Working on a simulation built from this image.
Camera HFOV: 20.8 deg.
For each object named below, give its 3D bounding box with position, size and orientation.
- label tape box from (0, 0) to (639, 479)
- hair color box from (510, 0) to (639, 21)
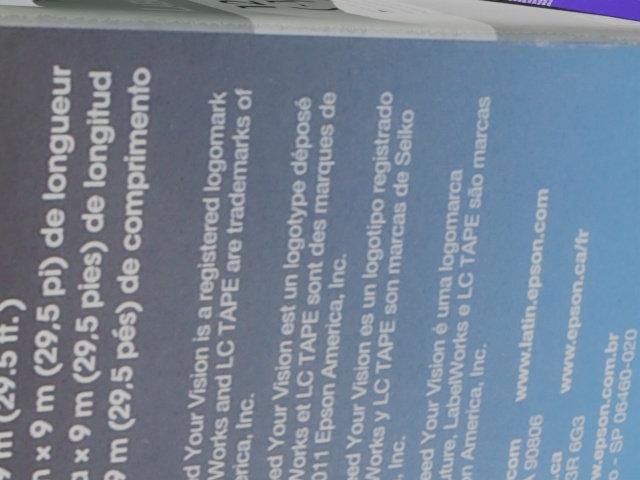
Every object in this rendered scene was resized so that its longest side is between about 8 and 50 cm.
[{"bbox_3d":[-0.060,0.055,0.484,0.115,0.347,0.249,26,114,57],"label":"label tape box"},{"bbox_3d":[0.212,-0.103,1.139,0.339,0.110,0.185,10,152,45],"label":"hair color box"}]
